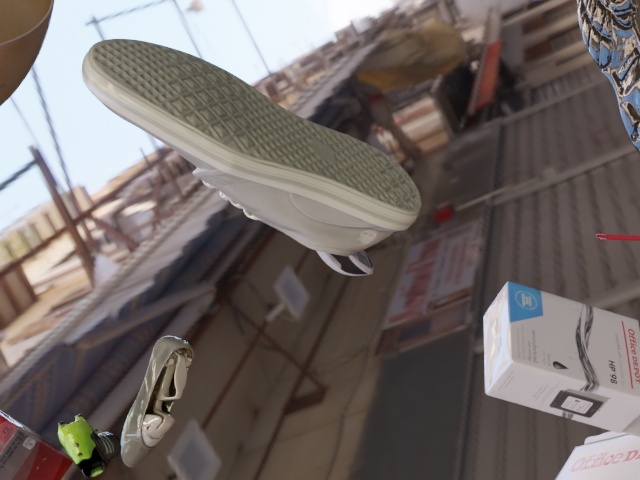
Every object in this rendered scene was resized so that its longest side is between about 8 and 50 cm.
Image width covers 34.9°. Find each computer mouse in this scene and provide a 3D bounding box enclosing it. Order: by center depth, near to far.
[{"bbox_3d":[0.000,0.000,1.447,0.193,0.042,0.106,38,-163,-28],"label":"computer mouse"}]

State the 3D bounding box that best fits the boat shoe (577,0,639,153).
[{"bbox_3d":[0.390,-0.231,1.167,0.122,0.120,0.324,115,149,-61],"label":"boat shoe"}]

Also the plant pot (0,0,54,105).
[{"bbox_3d":[-0.485,-0.245,1.272,0.284,0.284,0.191,-96,18,-44],"label":"plant pot"}]

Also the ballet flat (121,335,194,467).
[{"bbox_3d":[-0.252,0.254,1.583,0.072,0.068,0.213,28,-104,-52],"label":"ballet flat"}]

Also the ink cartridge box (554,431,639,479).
[{"bbox_3d":[0.314,0.389,1.080,0.160,0.279,0.384,43,-117,-3],"label":"ink cartridge box"}]

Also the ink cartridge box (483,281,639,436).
[{"bbox_3d":[0.253,0.117,0.985,0.180,0.060,0.104,16,-136,-9],"label":"ink cartridge box"}]

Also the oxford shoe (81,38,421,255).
[{"bbox_3d":[-0.083,-0.094,1.202,0.449,0.130,0.169,24,-142,-29],"label":"oxford shoe"}]

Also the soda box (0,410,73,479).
[{"bbox_3d":[-0.371,0.299,1.013,0.263,0.083,0.092,-56,-43,-16],"label":"soda box"}]

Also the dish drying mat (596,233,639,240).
[{"bbox_3d":[0.401,-0.003,1.310,0.032,0.083,0.008,173,99,-82],"label":"dish drying mat"}]

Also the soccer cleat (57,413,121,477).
[{"bbox_3d":[-0.312,0.292,1.392,0.179,0.060,0.072,73,172,-68],"label":"soccer cleat"}]
